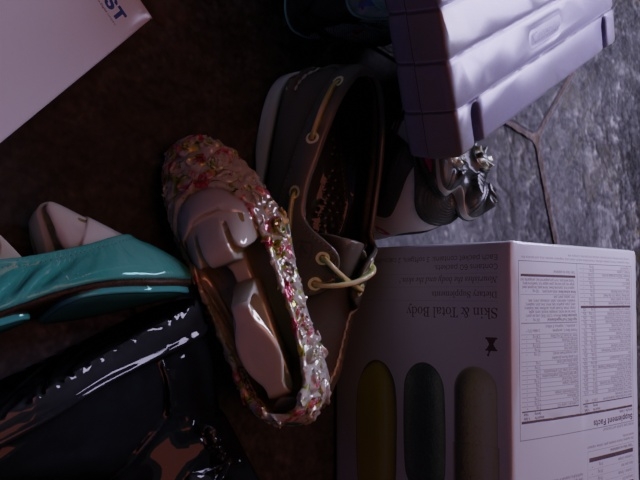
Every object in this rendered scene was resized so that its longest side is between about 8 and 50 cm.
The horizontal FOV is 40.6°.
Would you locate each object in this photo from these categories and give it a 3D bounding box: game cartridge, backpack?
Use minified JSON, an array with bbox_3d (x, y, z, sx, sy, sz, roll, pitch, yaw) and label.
[{"bbox_3d":[0.160,-0.235,0.733,0.355,0.068,0.230,-35,117,-46],"label":"game cartridge"},{"bbox_3d":[0.067,-0.260,0.775,0.188,0.144,0.166,-3,89,-53],"label":"backpack"}]

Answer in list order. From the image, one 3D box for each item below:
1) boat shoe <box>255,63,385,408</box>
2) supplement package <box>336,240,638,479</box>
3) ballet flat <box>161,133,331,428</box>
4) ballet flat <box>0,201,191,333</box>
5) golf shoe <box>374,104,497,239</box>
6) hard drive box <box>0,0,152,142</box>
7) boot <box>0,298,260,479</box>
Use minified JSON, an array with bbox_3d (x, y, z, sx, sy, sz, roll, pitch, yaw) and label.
[{"bbox_3d":[-0.003,-0.001,0.724,0.109,0.091,0.305,13,79,-42],"label":"boat shoe"},{"bbox_3d":[0.149,0.138,0.784,0.198,0.199,0.263,3,85,-42],"label":"supplement package"},{"bbox_3d":[-0.056,0.030,0.647,0.241,0.091,0.077,64,9,0],"label":"ballet flat"},{"bbox_3d":[-0.191,0.019,0.561,0.247,0.083,0.087,-14,83,-44],"label":"ballet flat"},{"bbox_3d":[0.101,-0.110,0.831,0.105,0.120,0.273,48,35,-23],"label":"golf shoe"},{"bbox_3d":[-0.246,-0.138,0.511,0.232,0.089,0.181,-52,121,-32],"label":"hard drive box"},{"bbox_3d":[-0.140,0.175,0.584,0.246,0.094,0.207,-27,102,-47],"label":"boot"}]
